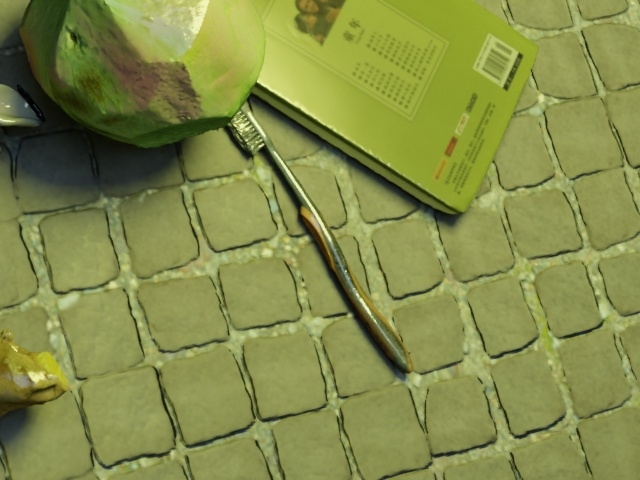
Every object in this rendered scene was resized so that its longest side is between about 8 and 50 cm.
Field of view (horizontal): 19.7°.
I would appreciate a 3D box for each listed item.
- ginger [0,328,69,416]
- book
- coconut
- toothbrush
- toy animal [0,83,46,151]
[{"bbox_3d":[-0.335,0.116,1.655,0.206,0.081,0.115,-13,66,-18],"label":"ginger"},{"bbox_3d":[0.047,-0.206,1.925,0.352,0.035,0.239,31,64,-9],"label":"book"},{"bbox_3d":[-0.167,-0.193,1.719,0.236,0.236,0.204,38,86,-7],"label":"coconut"},{"bbox_3d":[0.002,-0.001,1.852,0.031,0.023,0.321,-34,87,-19],"label":"toothbrush"},{"bbox_3d":[-0.345,-0.171,1.712,0.181,0.131,0.127,52,27,16],"label":"toy animal"}]
